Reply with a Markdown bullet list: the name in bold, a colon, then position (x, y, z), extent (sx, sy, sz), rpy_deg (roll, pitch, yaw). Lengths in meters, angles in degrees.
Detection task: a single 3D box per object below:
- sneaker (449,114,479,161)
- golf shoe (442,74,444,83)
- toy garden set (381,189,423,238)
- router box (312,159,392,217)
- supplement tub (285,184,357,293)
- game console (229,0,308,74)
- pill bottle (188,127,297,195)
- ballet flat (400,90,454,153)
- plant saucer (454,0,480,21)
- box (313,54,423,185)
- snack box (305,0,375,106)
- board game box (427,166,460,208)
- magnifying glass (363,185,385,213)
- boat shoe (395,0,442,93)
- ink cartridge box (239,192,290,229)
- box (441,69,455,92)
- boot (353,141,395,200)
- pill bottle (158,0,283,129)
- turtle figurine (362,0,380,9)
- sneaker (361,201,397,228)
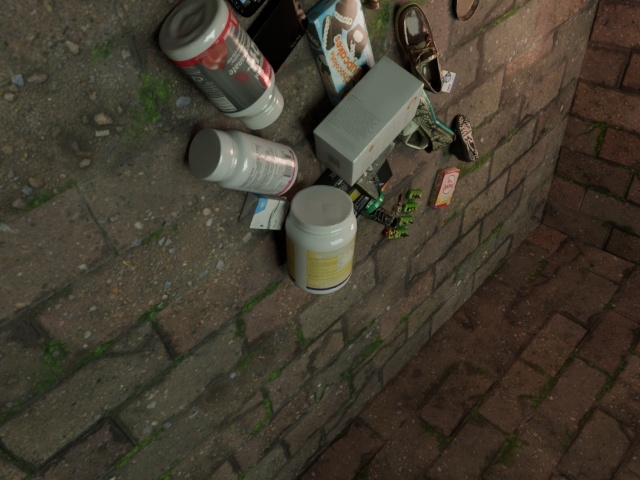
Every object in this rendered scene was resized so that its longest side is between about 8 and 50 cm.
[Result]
- **sneaker**: position (0.655, -0.474, 2.317), extent (0.087, 0.130, 0.227), rpy_deg (-33, 111, -24)
- **golf shoe**: position (0.416, -0.648, 1.904), extent (0.086, 0.067, 0.186), rpy_deg (-42, 138, 8)
- **toy garden set**: position (0.388, -0.113, 2.281), extent (0.204, 0.049, 0.244), rpy_deg (-8, 121, -48)
- **router box**: position (0.126, -0.222, 1.850), extent (0.309, 0.081, 0.243), rpy_deg (-50, 144, -12)
- **supplement tub**: position (0.000, 0.000, 1.697), extent (0.241, 0.241, 0.331), rpy_deg (-35, 147, -30)
- **game console**: position (-0.173, -0.591, 1.237), extent (0.213, 0.044, 0.361), rpy_deg (-56, 145, -4)
- **pill bottle**: position (-0.211, -0.218, 1.371), extent (0.283, 0.160, 0.160), rpy_deg (4, 112, -52)
- **ballet flat**: position (0.385, -0.460, 1.945), extent (0.182, 0.164, 0.483), rpy_deg (-43, 149, 14)
- **plant saucer**: position (0.562, -0.932, 1.891), extent (0.168, 0.029, 0.168), rpy_deg (-32, 138, -34)
- **box**: position (0.153, -0.384, 1.608), extent (0.345, 0.168, 0.215), rpy_deg (-48, 169, -9)
- **snack box**: position (0.069, -0.590, 1.519), extent (0.187, 0.060, 0.322), rpy_deg (-47, 144, -15)
- **board game box**: position (0.611, -0.261, 2.446), extent (0.147, 0.045, 0.193), rpy_deg (-17, 128, -43)
- **magnifying glass**: position (0.231, -0.185, 1.971), extent (0.092, 0.026, 0.231), rpy_deg (-35, -161, 42)
- **boat shoe**: position (0.361, -0.662, 1.725), extent (0.123, 0.123, 0.342), rpy_deg (-29, 135, 0)
- **ink cartridge box**: position (-0.167, -0.095, 1.605), extent (0.180, 0.060, 0.104), rpy_deg (2, 114, -52)
- **box**: position (0.512, -0.660, 2.039), extent (0.136, 0.028, 0.081), rpy_deg (-11, 124, -49)
- **boot**: position (0.203, -0.266, 1.790), extent (0.208, 0.076, 0.189), rpy_deg (-62, 147, -6)
- **pill bottle**: position (-0.221, -0.414, 1.196), extent (0.176, 0.176, 0.318), rpy_deg (-54, 145, -5)
- **turtle figurine**: position (0.160, -0.801, 1.418), extent (0.217, 0.087, 0.269), rpy_deg (68, 31, -64)
- **sneaker**: position (0.236, -0.116, 2.032), extent (0.222, 0.118, 0.083), rpy_deg (17, 102, -54)
